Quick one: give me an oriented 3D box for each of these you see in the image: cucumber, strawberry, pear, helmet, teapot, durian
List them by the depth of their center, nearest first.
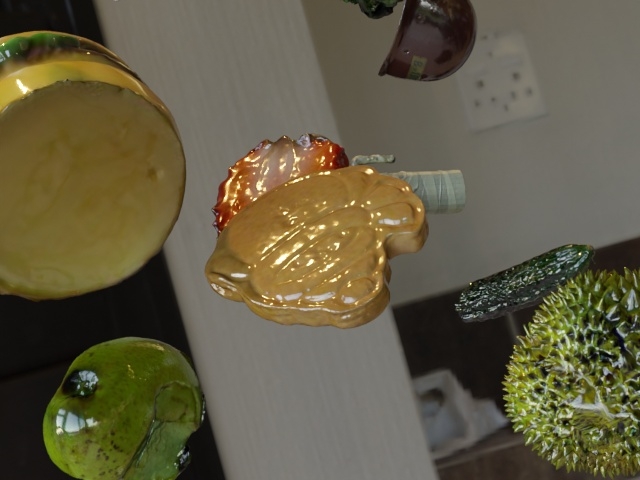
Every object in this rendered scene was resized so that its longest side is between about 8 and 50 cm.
[{"bbox_3d":[0.376,0.167,1.342,0.291,0.291,0.224,-15,-3,-6],"label":"durian"},{"bbox_3d":[0.150,-0.274,1.390,0.106,0.155,0.175,19,-29,6],"label":"helmet"},{"bbox_3d":[-0.303,0.258,1.674,0.163,0.238,0.255,14,-11,22],"label":"pear"},{"bbox_3d":[0.335,0.072,1.757,0.077,0.077,0.265,-13,-9,-42],"label":"cucumber"},{"bbox_3d":[0.134,-0.092,1.791,0.200,0.107,0.077,-4,-3,-19],"label":"teapot"},{"bbox_3d":[-0.059,-0.041,1.924,0.265,0.149,0.336,-11,43,26],"label":"strawberry"}]

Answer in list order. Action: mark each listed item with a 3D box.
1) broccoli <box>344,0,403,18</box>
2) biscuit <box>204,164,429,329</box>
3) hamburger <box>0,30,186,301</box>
[{"bbox_3d":[0.052,-0.395,1.091,0.321,0.303,0.283,-58,-5,29],"label":"broccoli"},{"bbox_3d":[0.000,0.000,1.617,0.312,0.057,0.351,-41,41,-20],"label":"biscuit"},{"bbox_3d":[-0.405,-0.135,1.660,0.395,0.396,0.277,-14,34,-23],"label":"hamburger"}]
